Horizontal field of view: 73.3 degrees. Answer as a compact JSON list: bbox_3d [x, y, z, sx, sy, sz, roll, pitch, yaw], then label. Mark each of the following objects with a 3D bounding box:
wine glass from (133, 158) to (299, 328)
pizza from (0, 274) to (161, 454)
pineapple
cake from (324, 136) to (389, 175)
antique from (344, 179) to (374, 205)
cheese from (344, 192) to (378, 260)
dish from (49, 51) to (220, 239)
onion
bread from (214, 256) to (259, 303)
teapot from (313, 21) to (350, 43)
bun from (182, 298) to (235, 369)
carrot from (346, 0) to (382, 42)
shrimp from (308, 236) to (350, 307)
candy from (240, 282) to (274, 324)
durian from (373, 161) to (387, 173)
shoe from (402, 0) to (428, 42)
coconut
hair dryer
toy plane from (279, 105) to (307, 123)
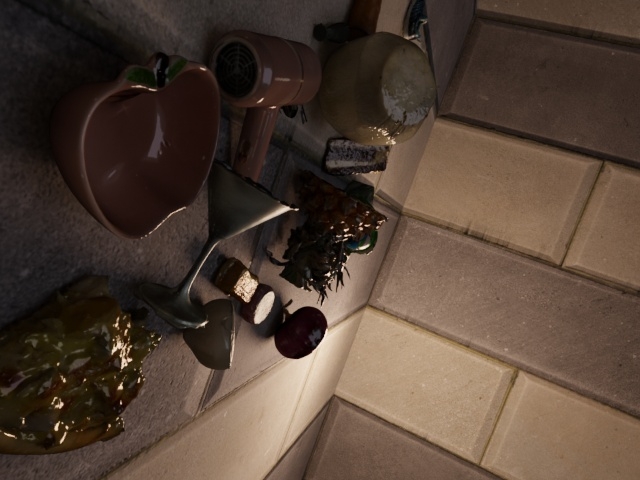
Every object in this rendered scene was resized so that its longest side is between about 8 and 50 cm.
[{"bbox_3d":[-0.162,0.006,0.637,0.232,0.156,0.156,-58,164,3],"label":"wine glass"},{"bbox_3d":[-0.300,0.170,0.552,0.223,0.090,0.323,-58,161,-23],"label":"pizza"},{"bbox_3d":[0.000,0.000,1.079,0.271,0.263,0.262,-60,164,5],"label":"pineapple"},{"bbox_3d":[0.076,-0.256,1.276,0.246,0.135,0.112,-12,114,-36],"label":"cake"},{"bbox_3d":[0.108,-0.113,1.462,0.183,0.088,0.086,-55,157,-39],"label":"antique"},{"bbox_3d":[0.083,-0.023,1.346,0.083,0.204,0.320,-30,159,-37],"label":"cheese"},{"bbox_3d":[-0.208,-0.117,0.479,0.213,0.091,0.213,-57,162,-30],"label":"dish"},{"bbox_3d":[-0.062,0.278,1.308,0.177,0.154,0.177,-157,-90,-90],"label":"onion"},{"bbox_3d":[-0.172,0.085,0.896,0.074,0.054,0.132,-61,162,-12],"label":"bread"},{"bbox_3d":[0.022,-0.435,0.900,0.111,0.043,0.042,-37,145,-53],"label":"teapot"},{"bbox_3d":[-0.214,0.180,0.823,0.138,0.094,0.138,-179,-90,-77],"label":"bun"},{"bbox_3d":[0.110,-0.562,0.993,0.072,0.072,0.204,9,93,-73],"label":"carrot"},{"bbox_3d":[-0.002,0.062,1.285,0.172,0.137,0.371,-9,112,-27],"label":"shrimp"},{"bbox_3d":[-0.153,0.155,1.052,0.103,0.043,0.103,-53,156,-37],"label":"candy"},{"bbox_3d":[0.228,-0.325,1.693,0.066,0.052,0.130,-12,128,-24],"label":"durian"},{"bbox_3d":[0.315,-0.722,1.406,0.064,0.071,0.142,6,100,-73],"label":"shoe"},{"bbox_3d":[0.123,-0.337,0.991,0.245,0.247,0.244,-7,104,-30],"label":"coconut"},{"bbox_3d":[-0.117,-0.160,0.719,0.189,0.107,0.344,-37,150,-60],"label":"hair dryer"},{"bbox_3d":[-0.057,-0.281,0.821,0.031,0.049,0.120,-50,138,-48],"label":"toy plane"}]
